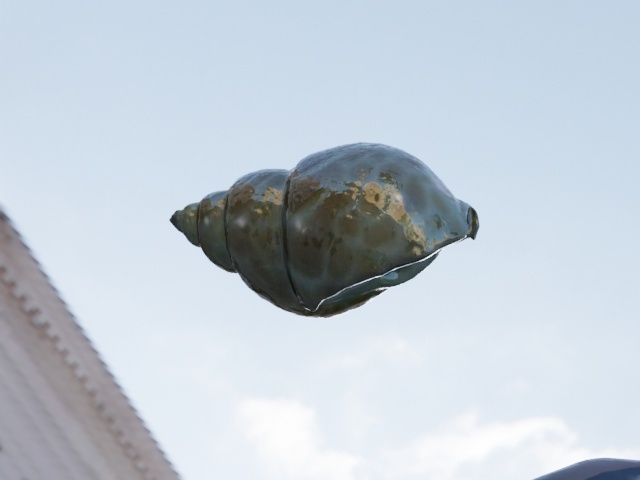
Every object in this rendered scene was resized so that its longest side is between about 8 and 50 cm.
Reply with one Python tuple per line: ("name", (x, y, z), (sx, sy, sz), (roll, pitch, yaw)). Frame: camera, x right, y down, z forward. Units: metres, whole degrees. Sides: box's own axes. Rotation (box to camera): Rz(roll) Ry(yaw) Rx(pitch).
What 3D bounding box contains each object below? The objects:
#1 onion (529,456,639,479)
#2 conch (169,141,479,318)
("onion", (0.230, 0.282, 1.037), (0.272, 0.272, 0.195), (3, -54, 32))
("conch", (0.012, -0.009, 0.875), (0.173, 0.116, 0.106), (-13, -70, 56))
